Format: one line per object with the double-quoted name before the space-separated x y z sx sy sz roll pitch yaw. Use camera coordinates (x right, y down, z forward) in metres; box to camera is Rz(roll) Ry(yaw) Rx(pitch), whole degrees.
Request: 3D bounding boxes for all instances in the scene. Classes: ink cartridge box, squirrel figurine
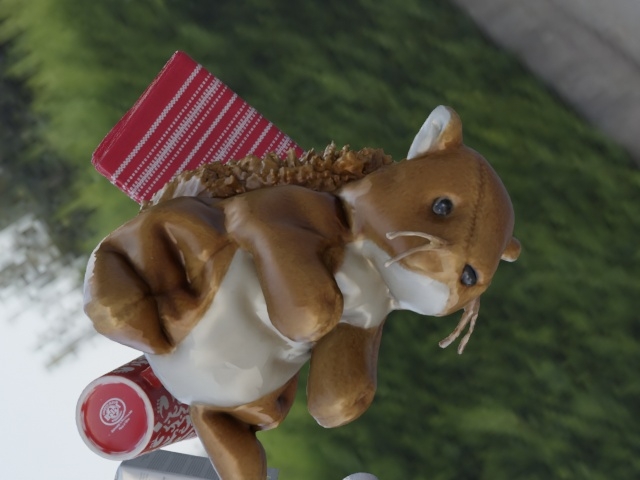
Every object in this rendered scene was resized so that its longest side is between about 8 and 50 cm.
"ink cartridge box" -0.184 0.362 2.419 0.232 0.066 0.189 13 -178 0
"squirrel figurine" 0.000 0.000 1.585 0.281 0.370 0.397 57 -170 -26

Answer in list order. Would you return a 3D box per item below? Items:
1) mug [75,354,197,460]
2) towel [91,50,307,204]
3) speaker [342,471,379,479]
"mug" -0.185 0.159 1.744 0.113 0.150 0.169 13 -171 17
"towel" -0.135 -0.088 2.066 0.275 0.199 0.031 40 161 -14
"speaker" 0.059 0.348 1.981 0.055 0.055 0.136 56 -169 -33
